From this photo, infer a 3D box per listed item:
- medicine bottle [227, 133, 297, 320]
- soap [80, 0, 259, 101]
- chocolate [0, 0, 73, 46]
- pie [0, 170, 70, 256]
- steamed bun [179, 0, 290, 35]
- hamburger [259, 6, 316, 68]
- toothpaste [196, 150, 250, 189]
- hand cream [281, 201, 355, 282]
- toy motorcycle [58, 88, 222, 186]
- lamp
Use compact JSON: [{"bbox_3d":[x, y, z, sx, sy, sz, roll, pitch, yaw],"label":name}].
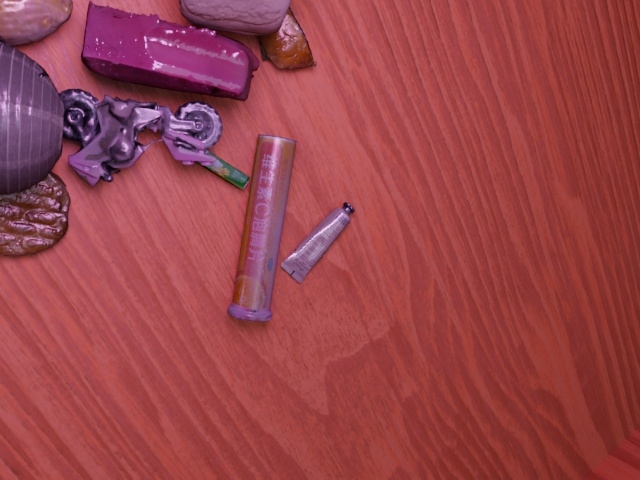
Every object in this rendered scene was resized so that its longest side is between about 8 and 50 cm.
[{"bbox_3d":[-0.137,-0.030,1.246,0.108,0.108,0.425,6,96,-27],"label":"medicine bottle"},{"bbox_3d":[-0.290,-0.362,1.041,0.325,0.220,0.127,3,108,-27],"label":"soap"},{"bbox_3d":[-0.597,-0.396,0.932,0.310,0.134,0.134,-22,110,-16],"label":"chocolate"},{"bbox_3d":[-0.588,-0.062,1.050,0.195,0.046,0.195,-5,103,-23],"label":"pie"},{"bbox_3d":[-0.163,-0.555,1.032,0.247,0.236,0.383,7,64,-17],"label":"steamed bun"},{"bbox_3d":[-0.087,-0.446,1.188,0.102,0.087,0.176,-39,117,-15],"label":"hamburger"},{"bbox_3d":[-0.243,-0.174,1.195,0.179,0.043,0.037,31,89,-28],"label":"toothpaste"},{"bbox_3d":[0.000,0.000,1.351,0.234,0.050,0.080,-48,117,-4],"label":"hand cream"},{"bbox_3d":[-0.366,-0.196,1.069,0.327,0.143,0.187,2,103,-15],"label":"toy motorcycle"},{"bbox_3d":[-0.563,-0.210,0.905,0.233,0.233,0.265,6,127,-27],"label":"lamp"}]
